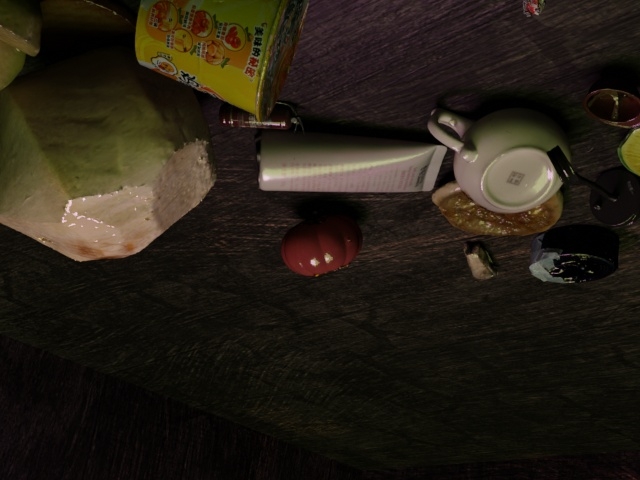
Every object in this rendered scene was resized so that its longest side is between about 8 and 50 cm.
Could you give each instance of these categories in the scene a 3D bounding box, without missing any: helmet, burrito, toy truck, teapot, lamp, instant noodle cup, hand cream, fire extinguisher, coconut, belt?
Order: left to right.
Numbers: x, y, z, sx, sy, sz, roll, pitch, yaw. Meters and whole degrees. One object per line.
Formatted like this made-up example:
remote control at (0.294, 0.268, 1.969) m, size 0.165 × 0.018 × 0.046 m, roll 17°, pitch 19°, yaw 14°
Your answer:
coconut at (-0.393, -0.133, 1.813) m, size 0.416 × 0.344 × 0.415 m, roll -22°, pitch 141°, yaw -19°
instant noodle cup at (-0.139, -0.322, 1.513) m, size 0.200 × 0.264 × 0.264 m, roll 18°, pitch 156°, yaw 2°
fire extinguisher at (-0.106, -0.229, 1.932) m, size 0.158 × 0.043 × 0.064 m, roll 4°, pitch 113°, yaw 11°
lamp at (0.000, 0.000, 2.266) m, size 0.182 × 0.140 × 0.182 m, roll -19°, pitch -170°, yaw 3°
hand cream at (0.050, -0.149, 1.996) m, size 0.359 × 0.118 × 0.185 m, roll 3°, pitch 154°, yaw -3°
burrito at (0.359, 0.049, 2.367) m, size 0.055 × 0.041 × 0.149 m, roll -15°, pitch 149°, yaw 18°
teapot at (0.326, -0.150, 1.845) m, size 0.298 × 0.139 × 0.204 m, roll 23°, pitch 126°, yaw -21°
toy truck at (0.311, -0.357, 1.525) m, size 0.032 × 0.024 × 0.083 m, roll 25°, pitch 160°, yaw 23°
belt at (0.535, 0.034, 2.232) m, size 0.198 × 0.078 × 0.151 m, roll -14°, pitch 148°, yaw 44°
lamp at (0.482, -0.117, 1.810) m, size 0.109 × 0.130 × 0.371 m, roll -30°, pitch 151°, yaw 17°
helmet at (0.478, -0.234, 1.692) m, size 0.111 × 0.057 × 0.089 m, roll 24°, pitch 149°, yaw -19°

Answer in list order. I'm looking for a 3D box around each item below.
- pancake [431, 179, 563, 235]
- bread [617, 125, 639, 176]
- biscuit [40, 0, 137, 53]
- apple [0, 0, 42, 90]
pancake at (0.358, -0.074, 2.099) m, size 0.283 × 0.048 × 0.282 m, roll 8°, pitch 159°, yaw 3°
bread at (0.633, -0.162, 1.823) m, size 0.229 × 0.033 × 0.228 m, roll 7°, pitch 154°, yaw 3°
biscuit at (-0.414, -0.367, 1.756) m, size 0.229 × 0.031 × 0.176 m, roll 10°, pitch 156°, yaw -5°
apple at (-0.563, -0.362, 1.583) m, size 0.258 × 0.233 × 0.295 m, roll 8°, pitch 149°, yaw -32°
